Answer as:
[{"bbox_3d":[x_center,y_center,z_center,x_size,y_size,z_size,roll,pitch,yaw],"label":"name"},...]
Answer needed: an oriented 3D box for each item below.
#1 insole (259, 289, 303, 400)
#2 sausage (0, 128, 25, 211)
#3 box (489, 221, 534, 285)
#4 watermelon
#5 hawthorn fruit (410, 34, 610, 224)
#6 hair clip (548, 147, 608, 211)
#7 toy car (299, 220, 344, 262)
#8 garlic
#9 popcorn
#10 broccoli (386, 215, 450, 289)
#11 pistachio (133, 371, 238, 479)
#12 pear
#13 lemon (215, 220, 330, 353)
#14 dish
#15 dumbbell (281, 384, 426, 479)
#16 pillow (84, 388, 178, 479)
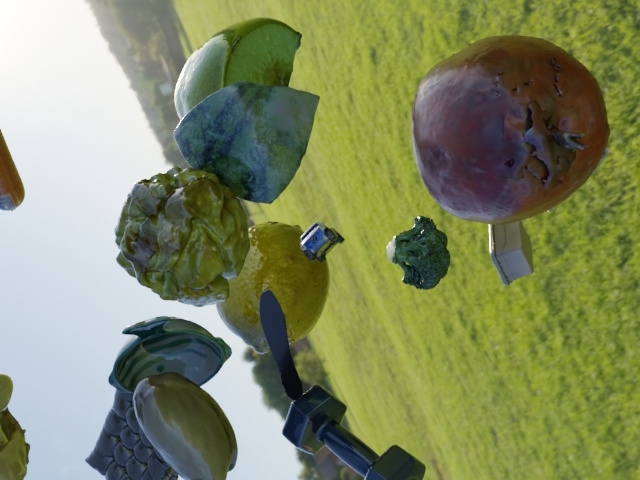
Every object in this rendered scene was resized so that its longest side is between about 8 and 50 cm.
[{"bbox_3d":[-0.090,0.234,1.598,0.086,0.005,0.253,-27,75,44],"label":"insole"},{"bbox_3d":[-0.592,-0.131,1.303,0.234,0.071,0.071,96,150,-52],"label":"sausage"},{"bbox_3d":[0.368,0.016,1.378,0.089,0.062,0.122,57,-152,-29],"label":"box"},{"bbox_3d":[-0.139,-0.216,1.476,0.256,0.260,0.176,47,-144,-3],"label":"watermelon"},{"bbox_3d":[0.273,-0.151,0.982,0.276,0.276,0.307,65,173,-11],"label":"hawthorn fruit"},{"bbox_3d":[0.487,-0.114,1.392,0.226,0.072,0.034,-49,61,48],"label":"hair clip"},{"bbox_3d":[0.000,0.000,1.657,0.070,0.080,0.170,45,-174,10],"label":"toy car"},{"bbox_3d":[-0.694,0.363,1.394,0.203,0.184,0.281,-155,58,-84],"label":"garlic"},{"bbox_3d":[-0.282,-0.006,1.431,0.247,0.282,0.282,43,-167,-53],"label":"popcorn"},{"bbox_3d":[0.256,0.032,1.806,0.195,0.156,0.195,-169,90,-75],"label":"broccoli"},{"bbox_3d":[-0.222,0.314,1.188,0.226,0.136,0.136,56,176,-12],"label":"pistachio"},{"bbox_3d":[-0.235,-0.372,1.749,0.318,0.238,0.343,8,85,49],"label":"pear"},{"bbox_3d":[-0.130,0.116,1.905,0.336,0.336,0.336,62,174,11],"label":"lemon"},{"bbox_3d":[-0.279,0.189,1.287,0.246,0.224,0.078,79,174,-49],"label":"dish"},{"bbox_3d":[0.067,0.455,1.553,0.325,0.144,0.160,30,111,37],"label":"dumbbell"},{"bbox_3d":[-0.386,0.448,1.573,0.228,0.326,0.101,38,-155,22],"label":"pillow"}]
